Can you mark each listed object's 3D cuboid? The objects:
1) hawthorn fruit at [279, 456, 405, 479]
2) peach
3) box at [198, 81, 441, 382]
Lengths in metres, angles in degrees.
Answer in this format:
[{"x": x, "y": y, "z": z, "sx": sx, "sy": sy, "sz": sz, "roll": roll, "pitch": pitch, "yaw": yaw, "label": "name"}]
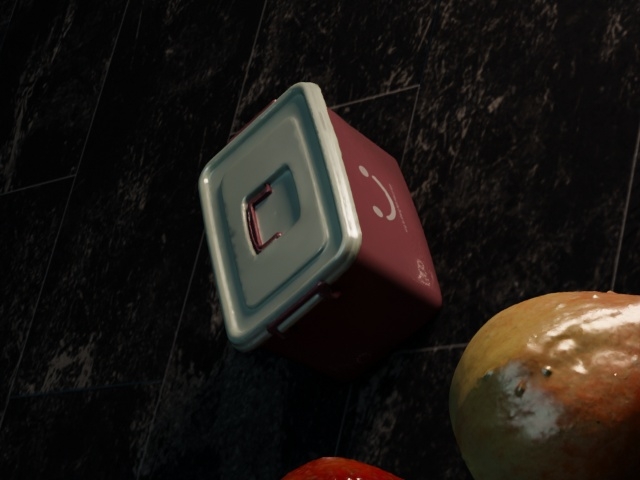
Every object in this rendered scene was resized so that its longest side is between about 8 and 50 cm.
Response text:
[{"x": 0.004, "y": 0.304, "z": 1.710, "sx": 0.230, "sy": 0.210, "sz": 0.266, "roll": -62, "pitch": 21, "yaw": 7, "label": "hawthorn fruit"}, {"x": 0.222, "y": 0.132, "z": 1.562, "sx": 0.232, "sy": 0.232, "sz": 0.232, "roll": -29, "pitch": 46, "yaw": 35, "label": "peach"}, {"x": 0.000, "y": 0.000, "z": 1.947, "sx": 0.193, "sy": 0.167, "sz": 0.294, "roll": -39, "pitch": 41, "yaw": 23, "label": "box"}]
